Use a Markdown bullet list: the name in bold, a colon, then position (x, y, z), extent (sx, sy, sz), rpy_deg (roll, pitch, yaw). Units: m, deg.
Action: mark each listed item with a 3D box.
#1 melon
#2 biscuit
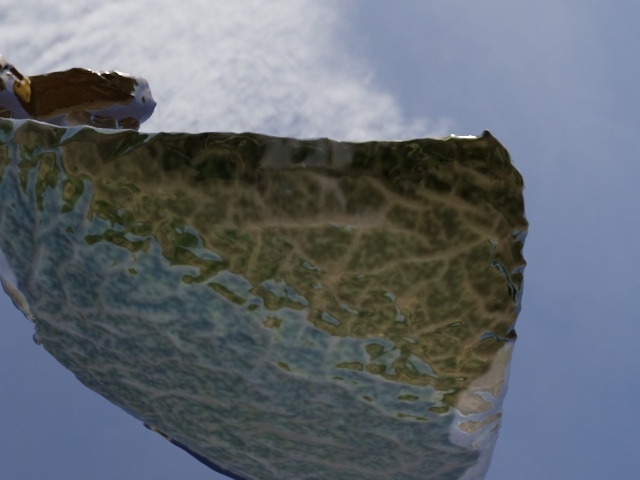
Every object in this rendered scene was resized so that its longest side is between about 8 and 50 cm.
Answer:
- **melon**: position (0.002, 0.001, 0.362), extent (0.202, 0.139, 0.093), rpy_deg (36, -133, -20)
- **biscuit**: position (-0.239, -0.039, 0.786), extent (0.197, 0.301, 0.049), rpy_deg (2, -108, -46)
